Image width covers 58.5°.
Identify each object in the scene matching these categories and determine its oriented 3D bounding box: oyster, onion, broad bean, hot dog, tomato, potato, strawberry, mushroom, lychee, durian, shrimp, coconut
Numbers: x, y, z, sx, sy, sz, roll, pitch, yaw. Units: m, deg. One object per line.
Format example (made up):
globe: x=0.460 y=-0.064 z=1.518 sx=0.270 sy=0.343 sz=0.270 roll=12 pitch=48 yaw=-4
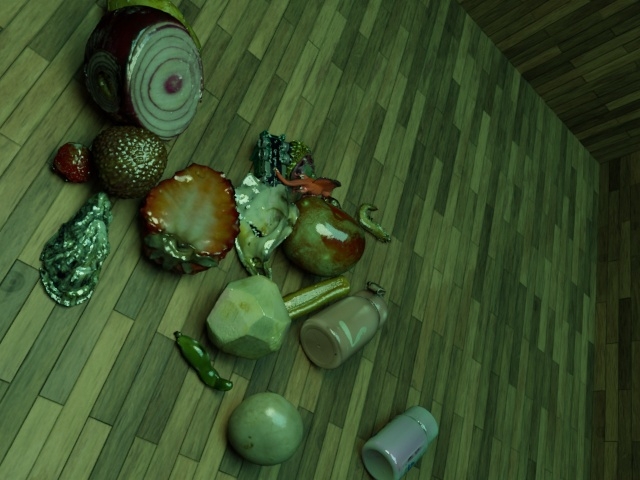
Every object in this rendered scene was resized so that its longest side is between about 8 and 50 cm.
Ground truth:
oyster: x=-0.168 y=-0.042 z=1.689 sx=0.275 sy=0.271 sz=0.100 roll=48 pitch=20 yaw=22
onion: x=-0.481 y=-0.434 z=1.490 sx=0.282 sy=0.260 sz=0.337 roll=-44 pitch=144 yaw=-42
broad bean: x=-0.316 y=0.322 z=1.515 sx=0.214 sy=0.070 sz=0.048 roll=47 pitch=33 yaw=-7
hot dog: x=-0.038 y=0.184 z=1.740 sx=0.285 sy=0.061 sz=0.088 roll=-18 pitch=63 yaw=-16
onion: x=0.019 y=-0.100 z=1.926 sx=0.107 sy=0.097 sz=0.107 roll=-12 pitch=119 yaw=-24
tomato: x=0.000 y=0.000 z=1.768 sx=0.270 sy=0.223 sz=0.270 roll=33 pitch=14 yaw=-9
potato: x=-0.469 y=-0.608 z=1.638 sx=0.300 sy=0.140 sz=0.173 roll=36 pitch=62 yaw=-28
oyster: x=-0.574 y=0.025 z=1.391 sx=0.252 sy=0.087 sz=0.199 roll=-41 pitch=100 yaw=-30
strawberry: x=-0.353 y=-0.055 z=1.562 sx=0.264 sy=0.149 sz=0.336 roll=23 pitch=49 yaw=-13
mushroom: x=-0.143 y=0.492 z=1.542 sx=0.204 sy=0.204 sz=0.205 roll=14 pitch=67 yaw=-37
strawberry: x=-0.605 y=-0.195 z=1.415 sx=0.106 sy=0.106 sz=0.106 roll=14 pitch=67 yaw=-37
lychee: x=-0.475 y=-0.197 z=1.416 sx=0.194 sy=0.194 sz=0.195 roll=14 pitch=67 yaw=-37
durian: x=-0.090 y=-0.243 z=1.865 sx=0.108 sy=0.187 sz=0.119 roll=-43 pitch=63 yaw=-16
shrimp: x=0.204 y=-0.069 z=2.113 sx=0.178 sy=0.034 sz=0.124 roll=32 pitch=50 yaw=-23
coconut: x=-0.185 y=0.204 z=1.545 sx=0.197 sy=0.236 sz=0.237 roll=18 pitch=62 yaw=-61

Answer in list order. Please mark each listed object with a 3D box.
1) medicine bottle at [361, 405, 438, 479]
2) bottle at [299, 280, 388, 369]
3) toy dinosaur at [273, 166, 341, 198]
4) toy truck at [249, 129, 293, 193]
medicine bottle: x=0.260 y=0.652 z=1.839 sx=0.254 sy=0.152 sz=0.152 roll=-23 pitch=91 yaw=-43
bottle: x=0.093 y=0.254 z=1.795 sx=0.173 sy=0.207 sz=0.296 roll=33 pitch=39 yaw=29
toy dinosaur: x=-0.020 y=-0.177 z=1.757 sx=0.286 sy=0.138 sz=0.070 roll=25 pitch=66 yaw=-62
toy truck: x=-0.163 y=-0.227 z=1.796 sx=0.110 sy=0.116 sz=0.216 roll=5 pitch=80 yaw=-38
